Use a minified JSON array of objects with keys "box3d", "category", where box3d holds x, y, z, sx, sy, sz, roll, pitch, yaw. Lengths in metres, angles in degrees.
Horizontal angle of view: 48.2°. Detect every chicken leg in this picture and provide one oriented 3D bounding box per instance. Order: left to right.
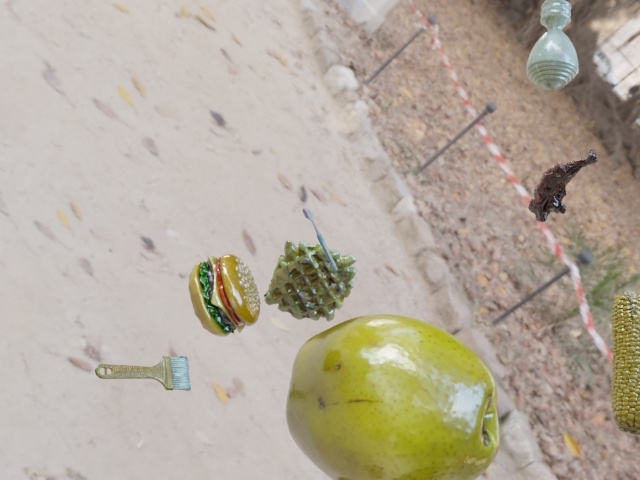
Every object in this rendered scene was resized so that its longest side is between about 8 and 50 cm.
[{"box3d":[0.541,-0.126,1.628,0.089,0.219,0.048,21,38,2],"category":"chicken leg"}]

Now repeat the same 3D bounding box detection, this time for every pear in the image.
[{"box3d":[0.132,0.317,1.367,0.362,0.418,0.362,-19,112,-61],"category":"pear"}]

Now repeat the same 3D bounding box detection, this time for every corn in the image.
[{"box3d":[0.643,0.244,1.454,0.106,0.106,0.293,19,71,-48],"category":"corn"}]

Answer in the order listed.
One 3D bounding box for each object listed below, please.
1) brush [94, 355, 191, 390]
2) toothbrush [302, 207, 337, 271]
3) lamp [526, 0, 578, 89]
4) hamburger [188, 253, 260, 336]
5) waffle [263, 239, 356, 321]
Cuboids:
[{"box3d":[-0.395,0.297,1.605,0.218,0.010,0.082,7,60,-32],"category":"brush"},{"box3d":[0.000,0.000,1.386,0.014,0.011,0.167,17,-35,42],"category":"toothbrush"},{"box3d":[0.495,-0.411,1.517,0.106,0.106,0.193,18,76,-49],"category":"lamp"},{"box3d":[-0.182,0.102,1.362,0.162,0.115,0.162,-21,90,-83],"category":"hamburger"},{"box3d":[-0.019,0.108,1.763,0.204,0.223,0.054,14,27,-16],"category":"waffle"}]
